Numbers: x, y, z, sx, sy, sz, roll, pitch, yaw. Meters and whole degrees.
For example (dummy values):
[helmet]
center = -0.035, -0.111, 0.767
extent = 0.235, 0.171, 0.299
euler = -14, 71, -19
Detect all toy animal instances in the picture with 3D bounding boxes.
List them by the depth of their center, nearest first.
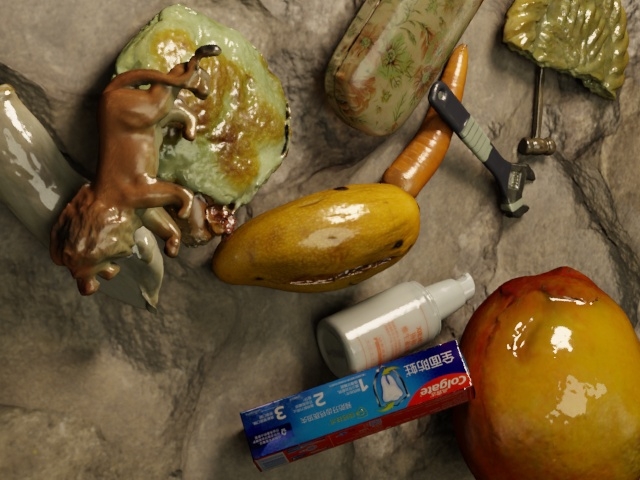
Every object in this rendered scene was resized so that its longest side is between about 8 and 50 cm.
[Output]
[toy animal]
center = -0.223, -0.085, 1.407
extent = 0.158, 0.097, 0.312
euler = 8, 93, -17

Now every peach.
[peach]
center = 0.349, 0.223, 1.803
extent = 0.373, 0.290, 0.372
euler = -4, 101, -21

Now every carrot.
[carrot]
center = 0.163, -0.158, 1.752
extent = 0.271, 0.066, 0.062
euler = -58, 165, -10

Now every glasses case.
[glasses case]
center = 0.150, -0.338, 1.669
extent = 0.425, 0.098, 0.156
euler = -58, 138, -7

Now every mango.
[mango]
center = 0.004, 0.005, 1.628
extent = 0.295, 0.177, 0.120
euler = -19, 71, -23

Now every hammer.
[hammer]
center = 0.342, -0.275, 1.849
extent = 0.058, 0.029, 0.292
euler = -3, 101, -32

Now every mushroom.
[mushroom]
center = -0.311, -0.045, 1.470
extent = 0.109, 0.097, 0.351
euler = -47, 117, -11

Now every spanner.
[spanner]
center = 0.243, -0.140, 1.786
extent = 0.316, 0.024, 0.087
euler = 43, 70, -42

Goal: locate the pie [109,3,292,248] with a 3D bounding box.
[pie]
center = -0.152, -0.156, 1.544
extent = 0.257, 0.105, 0.274
euler = -50, 121, -24

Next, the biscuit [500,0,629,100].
[biscuit]
center = 0.391, -0.336, 1.839
extent = 0.273, 0.036, 0.187
euler = 14, 88, -38

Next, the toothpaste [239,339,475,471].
[toothpaste]
center = 0.052, 0.230, 1.672
extent = 0.320, 0.076, 0.066
euler = -18, 152, 0

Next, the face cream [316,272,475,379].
[face cream]
center = 0.122, 0.113, 1.757
extent = 0.252, 0.101, 0.101
euler = -23, 112, -25
